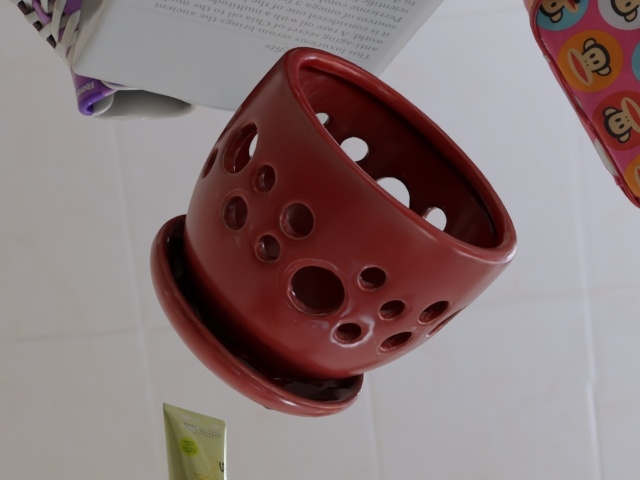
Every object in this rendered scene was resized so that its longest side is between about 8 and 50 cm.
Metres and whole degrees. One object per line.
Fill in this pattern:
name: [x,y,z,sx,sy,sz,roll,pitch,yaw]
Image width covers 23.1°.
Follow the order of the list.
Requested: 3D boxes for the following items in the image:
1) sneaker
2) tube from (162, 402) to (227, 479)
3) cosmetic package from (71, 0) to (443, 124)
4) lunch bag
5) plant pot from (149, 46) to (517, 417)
sneaker: [-0.220,-0.198,1.365,0.282,0.161,0.102,20,149,-10]
tube: [-0.131,0.293,1.689,0.062,0.240,0.070,-6,149,1]
cosmetic package: [-0.007,-0.263,1.110,0.230,0.161,0.453,12,153,-19]
lunch bag: [0.373,-0.198,1.599,0.258,0.293,0.120,-29,-159,12]
plant pot: [0.000,0.000,0.990,0.174,0.191,0.191,-47,172,24]
